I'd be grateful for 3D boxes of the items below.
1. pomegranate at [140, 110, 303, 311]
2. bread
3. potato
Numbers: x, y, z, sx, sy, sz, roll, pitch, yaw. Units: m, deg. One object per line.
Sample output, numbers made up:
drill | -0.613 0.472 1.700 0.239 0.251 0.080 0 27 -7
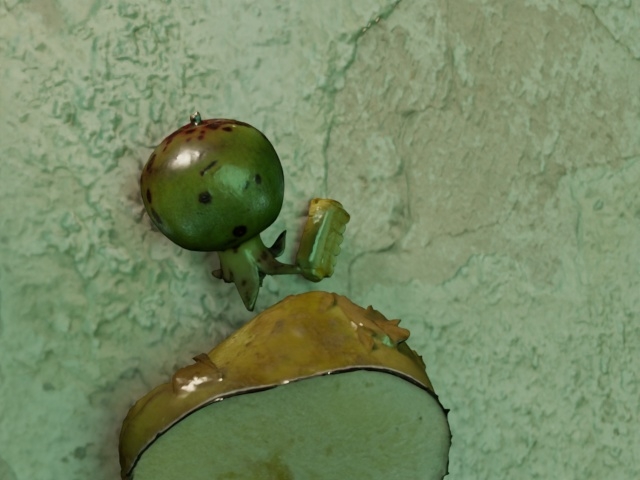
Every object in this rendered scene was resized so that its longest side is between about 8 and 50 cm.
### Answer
pomegranate | -0.088 -0.039 1.488 0.148 0.148 0.169 -52 122 -22
bread | 0.000 0.000 1.596 0.049 0.034 0.088 21 80 -43
potato | -0.040 0.176 1.484 0.300 0.196 0.246 -15 117 -5
